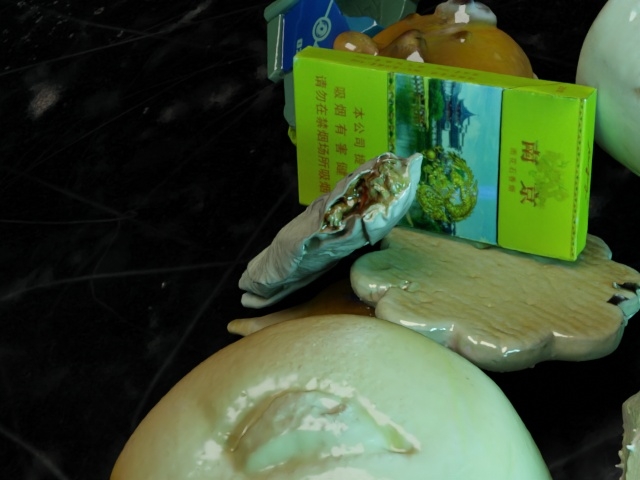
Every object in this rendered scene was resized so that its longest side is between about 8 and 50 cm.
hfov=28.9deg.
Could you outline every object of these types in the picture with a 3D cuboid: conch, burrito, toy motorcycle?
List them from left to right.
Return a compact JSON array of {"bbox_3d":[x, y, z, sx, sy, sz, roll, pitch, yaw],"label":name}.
[{"bbox_3d":[0.000,0.000,1.371,0.117,0.076,0.392,-37,-1,-27],"label":"burrito"},{"bbox_3d":[0.024,0.086,1.418,0.330,0.093,0.109,2,56,31],"label":"conch"},{"bbox_3d":[0.037,-0.283,1.690,0.200,0.191,0.327,-30,44,41],"label":"toy motorcycle"}]

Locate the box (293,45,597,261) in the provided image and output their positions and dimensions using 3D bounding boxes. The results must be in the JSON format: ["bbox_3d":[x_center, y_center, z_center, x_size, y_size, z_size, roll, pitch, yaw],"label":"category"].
[{"bbox_3d":[0.127,-0.098,1.347,0.334,0.187,0.047,12,31,25],"label":"box"}]

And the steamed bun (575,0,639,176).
[{"bbox_3d":[0.528,-0.170,1.263,0.456,0.290,0.371,-36,47,-8],"label":"steamed bun"}]

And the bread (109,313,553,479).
[{"bbox_3d":[0.030,0.246,1.040,0.347,0.376,0.253,-16,42,16],"label":"bread"}]

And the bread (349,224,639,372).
[{"bbox_3d":[0.186,0.053,1.308,0.315,0.054,0.316,1,27,0],"label":"bread"}]

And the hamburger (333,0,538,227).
[{"bbox_3d":[0.136,-0.160,1.501,0.276,0.237,0.276,-13,46,14],"label":"hamburger"}]

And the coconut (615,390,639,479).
[{"bbox_3d":[0.359,0.210,0.942,0.297,0.297,0.310,-4,80,25],"label":"coconut"}]
